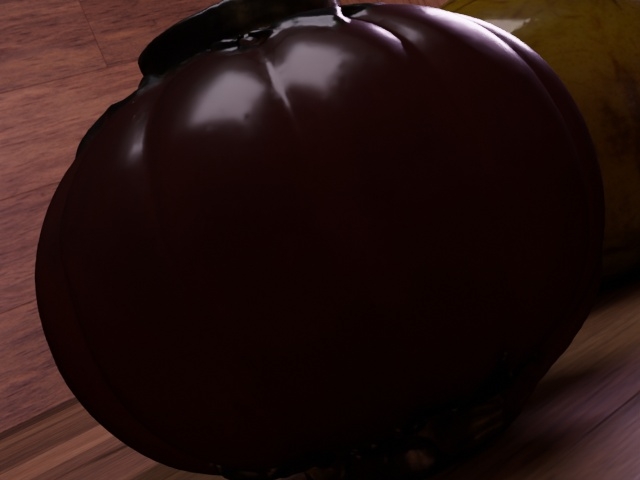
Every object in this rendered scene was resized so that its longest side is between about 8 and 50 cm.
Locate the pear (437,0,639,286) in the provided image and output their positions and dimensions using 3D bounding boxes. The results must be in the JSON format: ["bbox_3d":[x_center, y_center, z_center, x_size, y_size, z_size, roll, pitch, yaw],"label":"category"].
[{"bbox_3d":[0.176,-0.082,1.041,0.281,0.280,0.281,-23,0,0],"label":"pear"}]

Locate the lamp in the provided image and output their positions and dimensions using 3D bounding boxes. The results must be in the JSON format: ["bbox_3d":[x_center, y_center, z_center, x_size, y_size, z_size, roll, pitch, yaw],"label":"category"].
[{"bbox_3d":[0.000,0.000,0.687,0.303,0.257,0.303,-22,-1,0],"label":"lamp"}]
